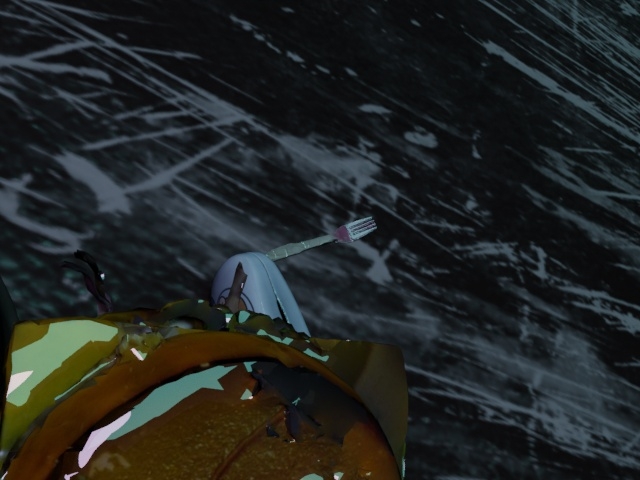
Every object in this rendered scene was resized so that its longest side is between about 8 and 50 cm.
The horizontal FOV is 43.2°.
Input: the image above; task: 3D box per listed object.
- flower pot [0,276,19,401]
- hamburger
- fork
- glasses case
[{"bbox_3d":[-0.256,0.032,0.360,0.268,0.166,0.269,16,54,-23],"label":"flower pot"},{"bbox_3d":[-0.066,0.138,0.401,0.243,0.138,0.262,13,84,-28],"label":"hamburger"},{"bbox_3d":[-0.001,0.000,0.660,0.115,0.012,0.016,-19,69,-36],"label":"fork"},{"bbox_3d":[-0.029,0.092,0.539,0.045,0.067,0.179,-6,66,-37],"label":"glasses case"}]
